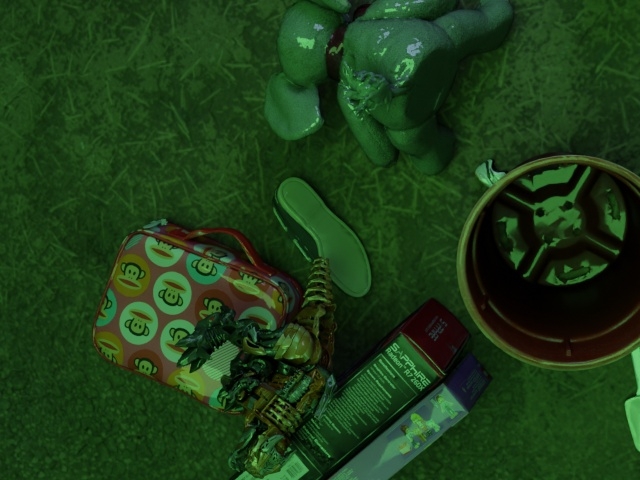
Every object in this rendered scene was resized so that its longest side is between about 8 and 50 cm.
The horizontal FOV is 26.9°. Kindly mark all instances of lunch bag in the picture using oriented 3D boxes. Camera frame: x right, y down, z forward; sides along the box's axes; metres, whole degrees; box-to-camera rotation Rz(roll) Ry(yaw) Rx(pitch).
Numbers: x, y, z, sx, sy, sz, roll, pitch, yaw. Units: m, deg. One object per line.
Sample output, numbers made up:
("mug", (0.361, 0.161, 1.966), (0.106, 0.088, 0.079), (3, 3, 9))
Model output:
("lunch bag", (-0.181, 0.098, 2.014), (0.293, 0.120, 0.258), (24, 103, 14))

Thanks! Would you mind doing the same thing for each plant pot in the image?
("plant pot", (0.319, 0.002, 1.757), (0.272, 0.265, 0.272), (2, 102, 7))

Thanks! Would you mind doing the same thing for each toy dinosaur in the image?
("toy dinosaur", (-0.054, 0.173, 1.829), (0.218, 0.322, 0.164), (1, 124, 36))

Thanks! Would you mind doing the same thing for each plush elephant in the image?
("plush elephant", (0.054, -0.251, 1.836), (0.255, 0.330, 0.272), (32, 113, 30))

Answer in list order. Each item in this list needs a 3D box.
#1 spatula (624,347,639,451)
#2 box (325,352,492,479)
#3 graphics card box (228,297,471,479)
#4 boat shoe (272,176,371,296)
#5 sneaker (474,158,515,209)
("spatula", (0.501, 0.171, 1.867), (0.168, 0.019, 0.242), (-10, 94, 19))
("box", (0.106, 0.289, 1.908), (0.293, 0.201, 0.057), (-43, 84, 18))
("graphics card box", (0.037, 0.247, 1.907), (0.371, 0.233, 0.094), (-44, 87, 18))
("boat shoe", (0.000, 0.000, 1.989), (0.206, 0.075, 0.065), (53, 151, -1))
("sneaker", (0.258, -0.080, 1.902), (0.083, 0.032, 0.037), (46, 107, 6))
